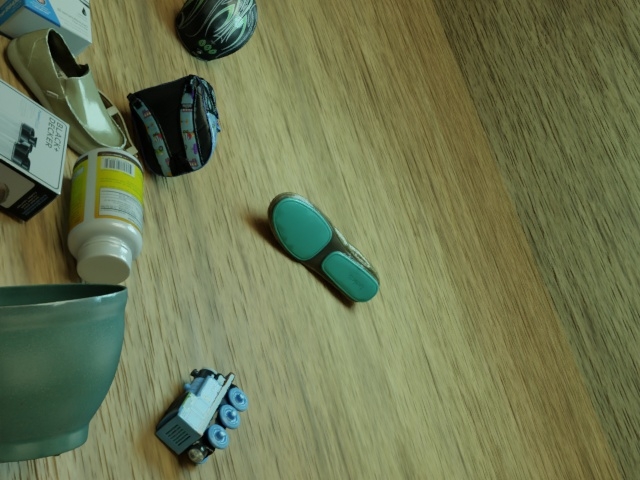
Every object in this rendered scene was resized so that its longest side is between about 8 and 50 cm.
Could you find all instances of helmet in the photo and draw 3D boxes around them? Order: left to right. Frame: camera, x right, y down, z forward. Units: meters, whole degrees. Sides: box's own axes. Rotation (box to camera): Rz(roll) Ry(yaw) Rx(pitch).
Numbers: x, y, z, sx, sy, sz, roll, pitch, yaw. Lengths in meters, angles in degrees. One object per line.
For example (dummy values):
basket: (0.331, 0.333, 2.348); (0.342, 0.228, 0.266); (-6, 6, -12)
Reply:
helmet: (-0.216, -0.483, 2.258); (0.169, 0.161, 0.169); (38, 35, -33)

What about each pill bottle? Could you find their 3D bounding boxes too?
pill bottle: (-0.344, -0.037, 1.677); (0.117, 0.117, 0.215); (32, 38, -39)

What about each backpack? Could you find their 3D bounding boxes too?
backpack: (-0.260, -0.205, 1.941); (0.117, 0.158, 0.173); (1, 75, -77)

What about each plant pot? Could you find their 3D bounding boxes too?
plant pot: (-0.382, 0.164, 1.300); (0.293, 0.293, 0.196); (-7, 95, -59)

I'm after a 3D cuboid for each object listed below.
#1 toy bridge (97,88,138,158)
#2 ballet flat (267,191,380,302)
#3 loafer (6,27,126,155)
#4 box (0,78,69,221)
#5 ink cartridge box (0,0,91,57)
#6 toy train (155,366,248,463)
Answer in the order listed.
toy bridge: (-0.388, -0.226, 1.884); (0.188, 0.026, 0.063); (55, 28, -8)
ballet flat: (0.000, 0.000, 2.207); (0.342, 0.116, 0.124); (40, 13, -30)
loafer: (-0.422, -0.249, 1.785); (0.268, 0.092, 0.102); (51, 30, -14)
box: (-0.521, -0.174, 1.558); (0.290, 0.087, 0.169); (37, 32, -35)
ink cartridge box: (-0.494, -0.435, 1.859); (0.148, 0.086, 0.203); (25, 43, -44)
toy train: (-0.185, 0.274, 1.672); (0.105, 0.080, 0.184); (46, 31, -11)
